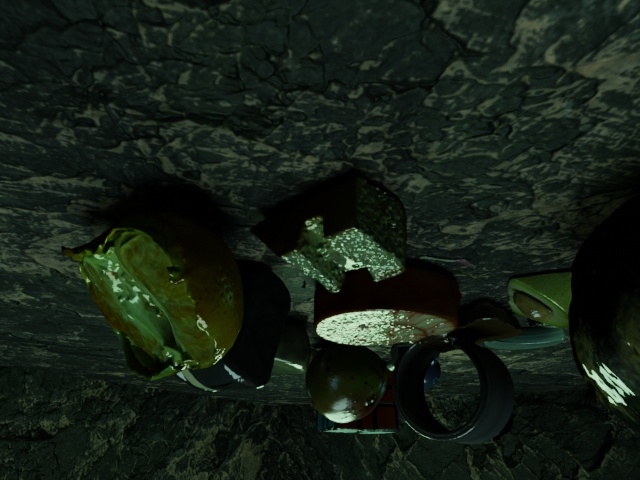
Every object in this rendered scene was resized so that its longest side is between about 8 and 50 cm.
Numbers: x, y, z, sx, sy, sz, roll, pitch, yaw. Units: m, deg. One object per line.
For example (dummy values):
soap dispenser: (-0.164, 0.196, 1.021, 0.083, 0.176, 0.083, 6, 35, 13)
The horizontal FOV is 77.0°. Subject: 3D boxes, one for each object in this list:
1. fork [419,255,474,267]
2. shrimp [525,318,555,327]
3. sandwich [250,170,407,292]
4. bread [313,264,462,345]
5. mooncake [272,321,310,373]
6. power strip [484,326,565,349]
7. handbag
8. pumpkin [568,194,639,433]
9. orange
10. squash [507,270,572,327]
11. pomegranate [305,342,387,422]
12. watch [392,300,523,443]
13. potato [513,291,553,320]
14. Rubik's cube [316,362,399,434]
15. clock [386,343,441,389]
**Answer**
fork: (0.253, 0.040, 0.807, 0.115, 0.012, 0.016, 9, 148, -6)
shrimp: (0.646, 0.215, 1.118, 0.161, 0.034, 0.091, 2, 141, -15)
sandwich: (0.000, 0.000, 0.614, 0.236, 0.128, 0.122, -21, 138, 34)
bread: (0.136, 0.154, 0.914, 0.295, 0.114, 0.328, 24, 146, -38)
mooncake: (-0.159, 0.323, 1.228, 0.275, 0.135, 0.275, 4, 152, 2)
power strip: (0.628, 0.296, 1.243, 0.254, 0.054, 0.167, -3, 155, 7)
handbag: (-0.181, 0.185, 0.838, 0.182, 0.254, 0.181, -17, 132, 33)
pumpkin: (0.577, 0.107, 0.535, 0.455, 0.343, 0.454, 1, 131, 1)
orange: (-0.253, 0.090, 0.660, 0.335, 0.262, 0.196, -29, 174, 31)
squash: (0.567, 0.114, 0.934, 0.204, 0.155, 0.237, 28, 171, 34)
pomegranate: (0.082, 0.458, 1.410, 0.291, 0.323, 0.290, -9, 125, -13)
watch: (0.368, 0.364, 1.082, 0.335, 0.326, 0.314, -24, 144, 37)
potato: (0.471, 0.153, 0.897, 0.093, 0.036, 0.037, 33, 172, 15)
Rubik's cube: (0.153, 0.689, 1.759, 0.294, 0.283, 0.288, 12, 151, -14)
clock: (0.341, 0.449, 1.454, 0.200, 0.146, 0.243, -15, 142, 18)
